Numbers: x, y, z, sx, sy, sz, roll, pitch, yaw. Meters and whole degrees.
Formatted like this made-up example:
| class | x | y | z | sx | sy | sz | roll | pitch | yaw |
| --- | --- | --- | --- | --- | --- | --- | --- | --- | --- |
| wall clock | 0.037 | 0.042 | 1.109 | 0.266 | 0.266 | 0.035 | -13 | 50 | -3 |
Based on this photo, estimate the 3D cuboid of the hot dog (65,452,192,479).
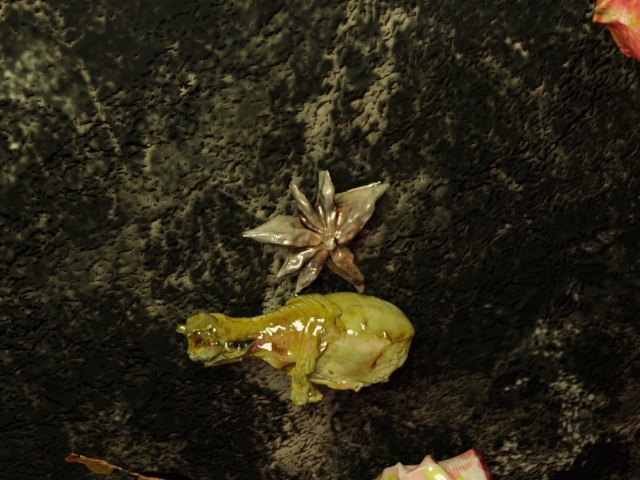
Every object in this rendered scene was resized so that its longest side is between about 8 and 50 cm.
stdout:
| class | x | y | z | sx | sy | sz | roll | pitch | yaw |
| --- | --- | --- | --- | --- | --- | --- | --- | --- | --- |
| hot dog | -0.265 | 0.333 | 1.056 | 0.326 | 0.107 | 0.194 | -19 | 128 | -5 |

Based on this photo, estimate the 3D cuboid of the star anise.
| class | x | y | z | sx | sy | sz | roll | pitch | yaw |
| --- | --- | --- | --- | --- | --- | --- | --- | --- | --- |
| star anise | -0.009 | -0.004 | 0.924 | 0.129 | 0.056 | 0.124 | 4 | 112 | -23 |

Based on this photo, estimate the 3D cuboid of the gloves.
| class | x | y | z | sx | sy | sz | roll | pitch | yaw |
| --- | --- | --- | --- | --- | --- | --- | --- | --- | --- |
| gloves | 0.081 | 0.326 | 1.157 | 0.241 | 0.126 | 0.145 | -21 | 154 | -6 |

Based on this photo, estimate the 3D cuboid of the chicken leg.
| class | x | y | z | sx | sy | sz | roll | pitch | yaw |
| --- | --- | --- | --- | --- | --- | --- | --- | --- | --- |
| chicken leg | -0.023 | 0.102 | 0.981 | 0.228 | 0.088 | 0.103 | -5 | 142 | -16 |

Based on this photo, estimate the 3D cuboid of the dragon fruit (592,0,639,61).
| class | x | y | z | sx | sy | sz | roll | pitch | yaw |
| --- | --- | --- | --- | --- | --- | --- | --- | --- | --- |
| dragon fruit | 0.315 | -0.195 | 0.774 | 0.205 | 0.210 | 0.268 | -39 | 96 | 13 |
